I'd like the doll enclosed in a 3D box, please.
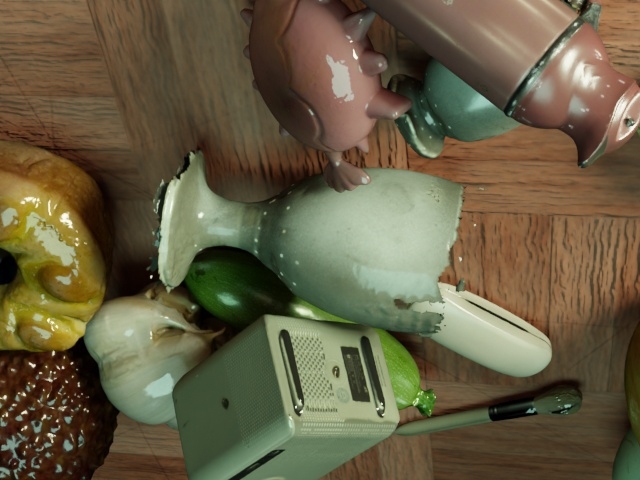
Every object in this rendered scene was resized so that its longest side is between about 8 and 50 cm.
[{"bbox_3d":[-0.003,-0.163,1.168,0.211,0.093,0.262,12,131,46],"label":"doll"}]

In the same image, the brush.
[{"bbox_3d":[0.231,0.249,1.628,0.299,0.042,0.039,-18,168,30],"label":"brush"}]

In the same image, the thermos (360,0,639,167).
[{"bbox_3d":[0.156,-0.203,1.046,0.330,0.136,0.109,40,134,8],"label":"thermos"}]

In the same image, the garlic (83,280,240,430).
[{"bbox_3d":[-0.181,0.165,1.530,0.281,0.184,0.203,39,138,-23],"label":"garlic"}]

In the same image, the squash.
[{"bbox_3d":[-0.002,0.120,1.503,0.395,0.107,0.107,33,134,-20],"label":"squash"}]

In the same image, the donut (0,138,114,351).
[{"bbox_3d":[-0.410,0.003,1.434,0.317,0.150,0.299,36,129,-15],"label":"donut"}]

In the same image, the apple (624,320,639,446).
[{"bbox_3d":[0.485,0.167,1.348,0.264,0.264,0.264,7,137,7],"label":"apple"}]

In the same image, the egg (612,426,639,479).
[{"bbox_3d":[0.477,0.314,1.539,0.168,0.168,0.231,5,135,9],"label":"egg"}]

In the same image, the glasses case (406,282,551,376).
[{"bbox_3d":[0.205,0.116,1.485,0.204,0.051,0.081,28,136,-16],"label":"glasses case"}]

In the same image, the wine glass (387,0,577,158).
[{"bbox_3d":[0.172,-0.162,1.156,0.204,0.111,0.111,-23,126,28],"label":"wine glass"}]

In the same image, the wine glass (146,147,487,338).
[{"bbox_3d":[-0.002,-0.003,1.315,0.357,0.190,0.190,10,137,4],"label":"wine glass"}]

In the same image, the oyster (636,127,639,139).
[{"bbox_3d":[0.481,-0.122,1.130,0.351,0.114,0.238,1,145,20],"label":"oyster"}]

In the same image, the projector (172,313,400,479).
[{"bbox_3d":[-0.051,0.201,1.377,0.177,0.163,0.242,11,143,-40],"label":"projector"}]

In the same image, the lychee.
[{"bbox_3d":[-0.412,0.233,1.609,0.276,0.275,0.304,12,111,2],"label":"lychee"}]
